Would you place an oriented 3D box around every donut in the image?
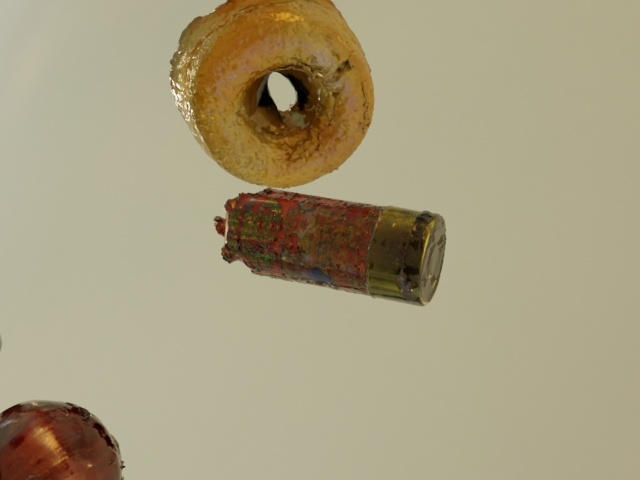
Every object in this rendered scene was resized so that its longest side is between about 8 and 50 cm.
[{"bbox_3d":[-0.053,-0.178,1.152,0.253,0.253,0.118,-44,-153,14],"label":"donut"}]

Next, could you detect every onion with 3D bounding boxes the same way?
[{"bbox_3d":[-0.210,0.185,0.736,0.131,0.131,0.131,-24,-130,32],"label":"onion"}]

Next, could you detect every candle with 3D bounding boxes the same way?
[{"bbox_3d":[0.000,0.000,0.520,0.130,0.052,0.052,11,-109,21],"label":"candle"}]

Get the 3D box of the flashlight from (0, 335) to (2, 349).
[{"bbox_3d":[-0.376,0.072,0.990,0.232,0.093,0.093,112,-11,-65],"label":"flashlight"}]
